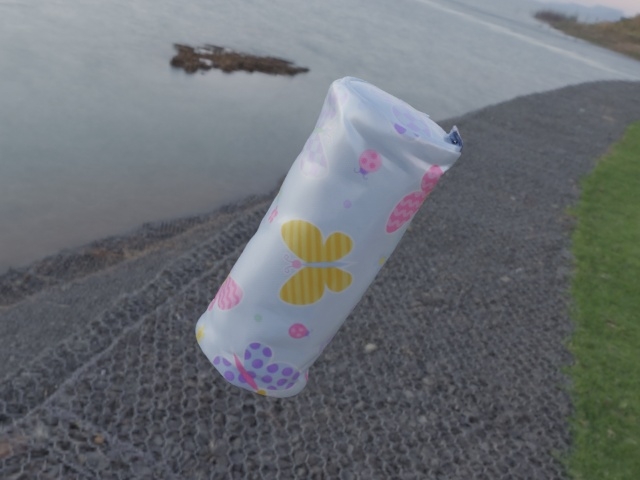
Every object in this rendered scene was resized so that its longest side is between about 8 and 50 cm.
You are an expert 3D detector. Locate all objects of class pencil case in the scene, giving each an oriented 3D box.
[{"bbox_3d":[0.000,0.000,0.576,0.114,0.273,0.124,30,17,-5],"label":"pencil case"}]
